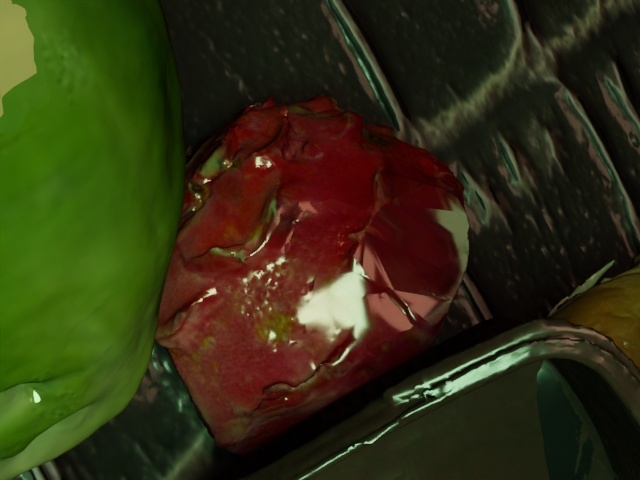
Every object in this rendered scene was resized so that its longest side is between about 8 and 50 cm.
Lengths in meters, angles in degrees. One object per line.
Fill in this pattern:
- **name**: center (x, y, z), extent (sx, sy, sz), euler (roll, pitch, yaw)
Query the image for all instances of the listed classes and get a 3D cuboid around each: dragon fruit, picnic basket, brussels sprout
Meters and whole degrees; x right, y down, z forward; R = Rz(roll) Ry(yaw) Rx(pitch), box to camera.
- **dragon fruit**: center (0.000, 0.000, 0.955), extent (0.163, 0.189, 0.262), euler (63, 34, -46)
- **picnic basket**: center (0.060, 0.168, 0.851), extent (0.222, 0.296, 0.129), euler (58, 4, -15)
- **brussels sprout**: center (-0.216, -0.057, 0.693), extent (0.275, 0.314, 0.371), euler (-27, 101, -27)

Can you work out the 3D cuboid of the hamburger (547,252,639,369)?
- **hamburger**: center (0.193, 0.135, 1.054), extent (0.245, 0.155, 0.282), euler (8, 69, -33)
